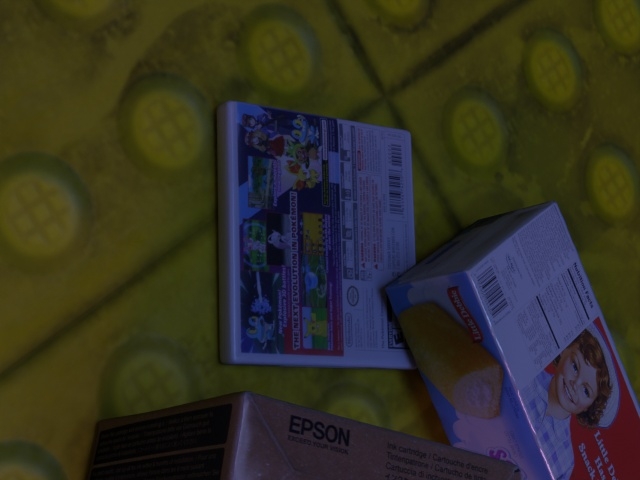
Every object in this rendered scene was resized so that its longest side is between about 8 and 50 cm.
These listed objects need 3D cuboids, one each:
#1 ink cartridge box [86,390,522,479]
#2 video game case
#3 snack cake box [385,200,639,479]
[{"bbox_3d":[-0.015,0.176,0.877,0.235,0.193,0.088,20,67,-33],"label":"ink cartridge box"},{"bbox_3d":[0.000,0.000,1.033,0.183,0.023,0.201,6,78,-36],"label":"video game case"},{"bbox_3d":[0.174,0.119,1.082,0.152,0.089,0.264,-33,103,-47],"label":"snack cake box"}]
